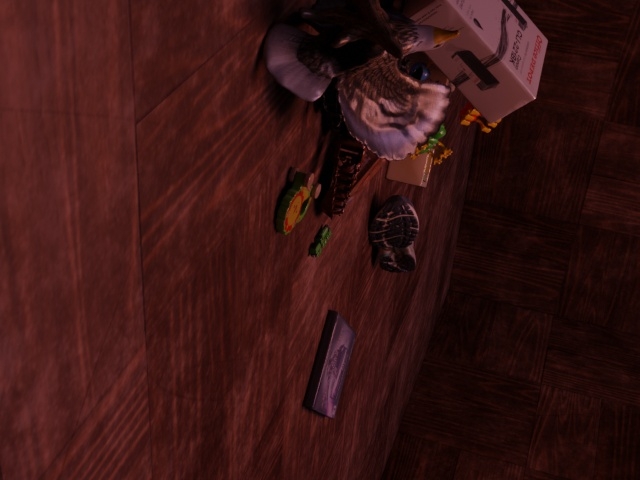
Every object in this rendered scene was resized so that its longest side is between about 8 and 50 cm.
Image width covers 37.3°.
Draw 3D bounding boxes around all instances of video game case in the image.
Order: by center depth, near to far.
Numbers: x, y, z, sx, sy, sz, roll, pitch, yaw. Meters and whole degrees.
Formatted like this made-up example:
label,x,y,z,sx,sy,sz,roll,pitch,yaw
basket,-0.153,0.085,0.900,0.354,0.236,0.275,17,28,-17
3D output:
label,x,y,z,sx,sy,sz,roll,pitch,yaw
video game case,0.023,0.263,1.966,0.274,0.026,0.196,58,46,-73

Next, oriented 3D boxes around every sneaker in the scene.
label,x,y,z,sx,sy,sz,roll,pitch,yaw
sneaker,0.164,-0.037,2.159,0.283,0.110,0.122,85,4,-61

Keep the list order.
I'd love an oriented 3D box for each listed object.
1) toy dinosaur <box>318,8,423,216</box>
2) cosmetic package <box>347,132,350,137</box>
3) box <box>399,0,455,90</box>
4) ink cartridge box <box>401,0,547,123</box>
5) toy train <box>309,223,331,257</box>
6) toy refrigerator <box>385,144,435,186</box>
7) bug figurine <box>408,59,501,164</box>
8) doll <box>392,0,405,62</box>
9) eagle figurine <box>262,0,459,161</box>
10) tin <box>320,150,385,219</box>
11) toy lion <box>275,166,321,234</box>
label,x,y,z,sx,sy,sz,roll,pitch,yaw
toy dinosaur,0.074,-0.204,1.470,0.218,0.164,0.322,129,-46,-83
cosmetic package,0.076,-0.211,1.635,0.041,0.060,0.115,-61,161,-56
box,0.237,-0.466,1.931,0.148,0.121,0.311,-39,141,-70
ink cartridge box,0.291,-0.384,1.761,0.273,0.114,0.197,43,44,-23
toy train,0.000,0.000,1.618,0.083,0.017,0.024,-60,149,-51
toy refrigerator,0.229,-0.261,2.165,0.102,0.094,0.270,-2,105,-77
bug figurine,0.214,-0.253,1.863,0.216,0.279,0.072,-45,-129,32
doll,0.134,-0.381,1.743,0.189,0.046,0.129,-62,157,-48
eagle figurine,0.070,-0.242,1.225,0.298,0.225,0.226,59,55,-82
tin,0.068,-0.116,1.581,0.190,0.040,0.106,-50,178,0
toy lion,-0.037,-0.053,1.384,0.100,0.034,0.096,47,64,-75
